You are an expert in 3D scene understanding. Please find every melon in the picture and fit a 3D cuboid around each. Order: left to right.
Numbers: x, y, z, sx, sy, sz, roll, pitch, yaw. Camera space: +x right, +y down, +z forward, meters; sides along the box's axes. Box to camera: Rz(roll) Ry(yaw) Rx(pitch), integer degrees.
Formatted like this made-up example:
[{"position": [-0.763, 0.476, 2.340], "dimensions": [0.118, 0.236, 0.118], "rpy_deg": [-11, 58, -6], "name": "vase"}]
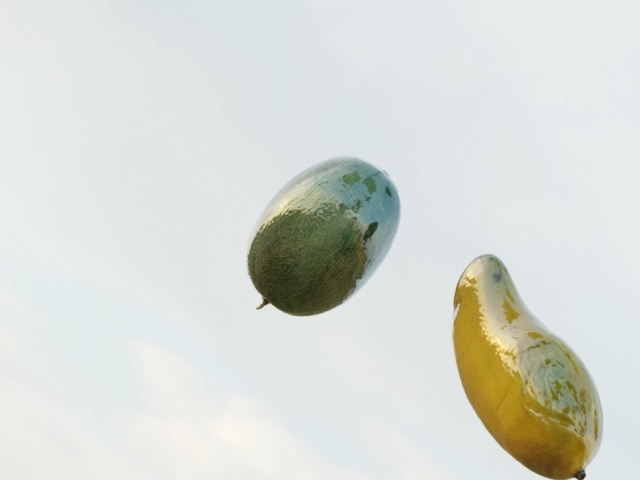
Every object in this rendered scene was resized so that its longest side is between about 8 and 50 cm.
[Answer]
[{"position": [0.000, 0.000, 1.593], "dimensions": [0.114, 0.167, 0.114], "rpy_deg": [40, 4, -3], "name": "melon"}]

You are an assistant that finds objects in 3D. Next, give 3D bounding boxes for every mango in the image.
[{"position": [0.145, 0.098, 1.325], "dimensions": [0.190, 0.075, 0.098], "rpy_deg": [59, -46, 34], "name": "mango"}]
